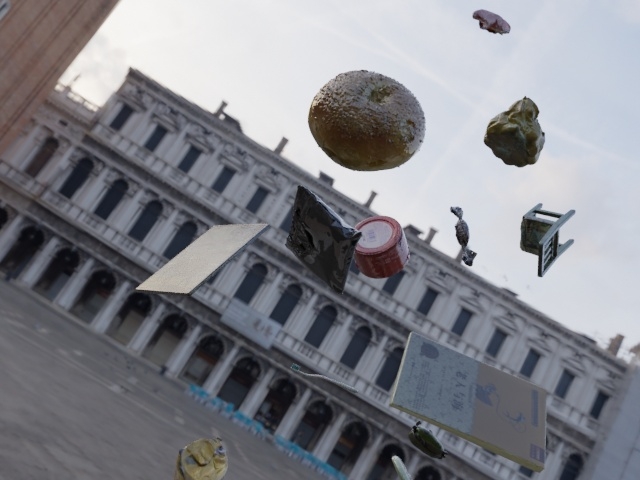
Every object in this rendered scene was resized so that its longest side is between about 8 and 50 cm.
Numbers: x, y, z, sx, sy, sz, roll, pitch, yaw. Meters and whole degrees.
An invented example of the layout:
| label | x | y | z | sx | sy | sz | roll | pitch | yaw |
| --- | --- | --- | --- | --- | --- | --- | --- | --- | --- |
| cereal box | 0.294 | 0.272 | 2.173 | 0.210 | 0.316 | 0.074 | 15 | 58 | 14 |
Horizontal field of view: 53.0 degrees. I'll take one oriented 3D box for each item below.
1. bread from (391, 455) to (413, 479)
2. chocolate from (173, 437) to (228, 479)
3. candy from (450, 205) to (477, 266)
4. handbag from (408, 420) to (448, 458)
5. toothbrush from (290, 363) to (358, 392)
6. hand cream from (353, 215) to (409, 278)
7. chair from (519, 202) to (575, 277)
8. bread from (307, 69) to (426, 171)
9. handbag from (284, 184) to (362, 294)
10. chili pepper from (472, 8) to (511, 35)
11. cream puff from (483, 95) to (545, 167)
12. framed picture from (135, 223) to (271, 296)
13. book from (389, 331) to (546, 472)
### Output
| label | x | y | z | sx | sy | sz | roll | pitch | yaw |
| --- | --- | --- | --- | --- | --- | --- | --- | --- | --- |
| bread | 0.285 | 0.797 | 2.195 | 0.112 | 0.036 | 0.193 | 63 | 0 | -22 |
| chocolate | -0.207 | 0.403 | 1.047 | 0.085 | 0.086 | 0.219 | 29 | -45 | 6 |
| candy | 0.484 | -0.018 | 2.177 | 0.051 | 0.227 | 0.094 | -18 | -22 | 21 |
| handbag | 0.279 | 0.523 | 1.661 | 0.111 | 0.047 | 0.072 | 40 | 22 | 18 |
| toothbrush | 0.010 | 0.395 | 1.820 | 0.204 | 0.022 | 0.017 | 20 | -1 | 9 |
| hand cream | 0.196 | 0.020 | 2.144 | 0.193 | 0.193 | 0.125 | 19 | -35 | 37 |
| chair | 0.738 | -0.007 | 2.161 | 0.147 | 0.270 | 0.136 | 17 | -52 | 40 |
| bread | 0.120 | -0.308 | 1.590 | 0.305 | 0.306 | 0.159 | 29 | -38 | 7 |
| handbag | 0.000 | 0.000 | 1.609 | 0.211 | 0.088 | 0.254 | 39 | -35 | 19 |
| chili pepper | 0.301 | -0.394 | 1.147 | 0.045 | 0.027 | 0.178 | 18 | 15 | 32 |
| cream puff | 0.447 | -0.246 | 1.447 | 0.146 | 0.116 | 0.146 | 32 | -15 | 10 |
| framed picture | -0.335 | 0.048 | 1.833 | 0.264 | 0.347 | 0.016 | -1 | -58 | 44 |
| book | 0.377 | 0.392 | 1.604 | 0.388 | 0.269 | 0.032 | 22 | -53 | 4 |
